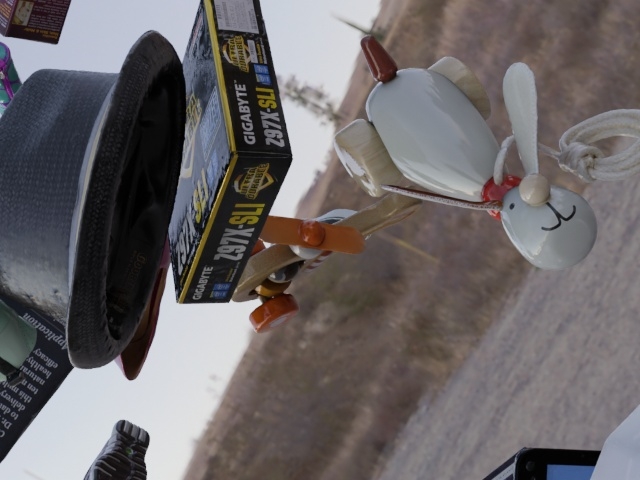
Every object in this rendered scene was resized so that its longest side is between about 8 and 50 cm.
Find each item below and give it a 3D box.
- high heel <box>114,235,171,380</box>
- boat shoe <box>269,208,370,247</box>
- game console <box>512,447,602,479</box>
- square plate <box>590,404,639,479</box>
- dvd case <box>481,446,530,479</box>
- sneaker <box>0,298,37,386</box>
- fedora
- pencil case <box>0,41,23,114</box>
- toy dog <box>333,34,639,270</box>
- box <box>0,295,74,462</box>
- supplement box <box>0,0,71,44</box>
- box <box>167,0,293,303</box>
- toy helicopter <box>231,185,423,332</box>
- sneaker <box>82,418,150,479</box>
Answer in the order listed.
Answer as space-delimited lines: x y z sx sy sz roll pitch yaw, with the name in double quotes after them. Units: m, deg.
-0.330 0.115 1.941 0.377 0.127 0.181 118 140 -58 "high heel"
0.000 0.000 1.898 0.219 0.078 0.070 -10 41 37 "boat shoe"
0.441 0.369 1.480 0.044 0.361 0.213 140 134 -71 "game console"
0.370 0.199 1.025 0.347 0.049 0.344 -56 -7 34 "square plate"
0.293 0.440 1.521 0.018 0.221 0.164 22 -58 -43 "dvd case"
-0.412 0.137 1.057 0.255 0.094 0.151 -29 -38 13 "sneaker"
-0.241 -0.048 1.014 0.334 0.152 0.334 11 -90 -87 "fedora"
-0.563 -0.282 1.850 0.064 0.070 0.152 -26 -28 -12 "pencil case"
0.129 -0.106 0.990 0.220 0.333 0.161 -52 -50 -22 "toy dog"
-0.559 0.136 1.548 0.472 0.297 0.480 -53 18 -14 "box"
-0.460 -0.423 1.680 0.104 0.081 0.188 -2 -56 -49 "supplement box"
-0.130 -0.108 1.293 0.322 0.079 0.257 119 144 -52 "box"
0.007 -0.004 1.644 0.355 0.140 0.235 -27 -16 -12 "toy helicopter"
-0.413 0.480 2.021 0.163 0.106 0.281 -55 7 15 "sneaker"
